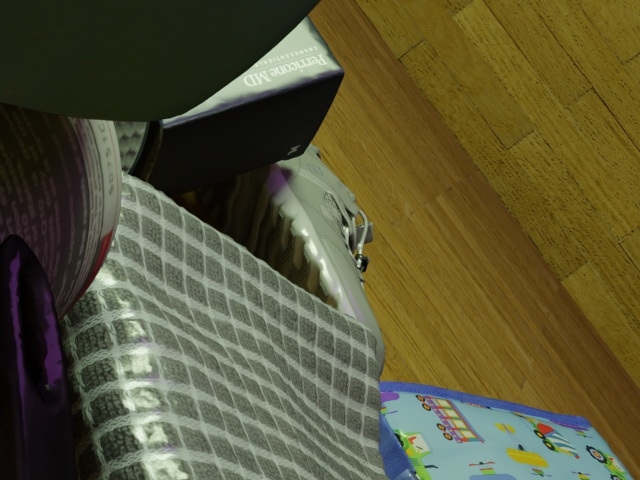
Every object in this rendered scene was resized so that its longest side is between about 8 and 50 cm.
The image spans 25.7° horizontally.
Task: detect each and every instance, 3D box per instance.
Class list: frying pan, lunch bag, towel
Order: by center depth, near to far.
[{"bbox_3d":[-0.089,0.177,0.372,0.197,0.053,0.326,-39,113,-69],"label":"frying pan"},{"bbox_3d":[-0.047,0.110,0.701,0.284,0.121,0.235,36,23,-49],"label":"towel"},{"bbox_3d":[0.140,0.211,1.013,0.293,0.138,0.221,31,19,-46],"label":"lunch bag"}]

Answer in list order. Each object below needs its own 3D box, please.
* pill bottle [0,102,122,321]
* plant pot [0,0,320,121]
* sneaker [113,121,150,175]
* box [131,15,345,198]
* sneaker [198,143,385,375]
[{"bbox_3d":[-0.176,0.002,0.460,0.161,0.161,0.283,52,14,-7],"label":"pill bottle"},{"bbox_3d":[-0.087,-0.177,0.439,0.293,0.235,0.293,20,16,-6],"label":"plant pot"},{"bbox_3d":[-0.185,-0.112,0.867,0.086,0.163,0.226,40,60,-59],"label":"sneaker"},{"bbox_3d":[-0.106,-0.146,0.998,0.153,0.108,0.207,-22,69,-31],"label":"box"},{"bbox_3d":[0.000,0.000,1.055,0.115,0.105,0.281,2,44,-28],"label":"sneaker"}]
